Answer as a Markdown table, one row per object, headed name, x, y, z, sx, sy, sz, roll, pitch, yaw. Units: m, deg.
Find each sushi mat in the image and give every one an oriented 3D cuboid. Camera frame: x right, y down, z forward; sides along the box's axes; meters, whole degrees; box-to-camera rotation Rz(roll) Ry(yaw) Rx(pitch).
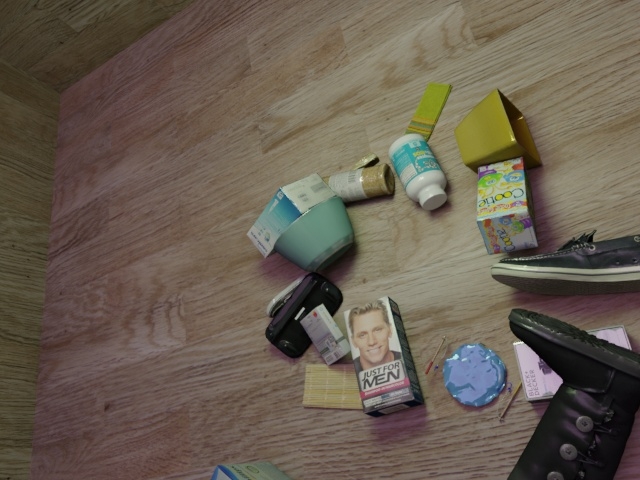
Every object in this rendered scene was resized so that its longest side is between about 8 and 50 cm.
| name | x | y | z | sx | sy | sz | roll | pitch | yaw |
| --- | --- | --- | --- | --- | --- | --- | --- | --- | --- |
| sushi mat | 0.081 | 0.502 | 1.771 | 0.317 | 0.019 | 0.151 | -8 | 67 | 29 |

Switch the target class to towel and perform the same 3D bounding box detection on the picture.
| name | x | y | z | sx | sy | sz | roll | pitch | yaw |
| --- | --- | --- | --- | --- | --- | --- | --- | --- | --- |
| towel | 0.406 | -0.491 | 1.948 | 0.102 | 0.021 | 0.237 | 22 | 84 | 34 |

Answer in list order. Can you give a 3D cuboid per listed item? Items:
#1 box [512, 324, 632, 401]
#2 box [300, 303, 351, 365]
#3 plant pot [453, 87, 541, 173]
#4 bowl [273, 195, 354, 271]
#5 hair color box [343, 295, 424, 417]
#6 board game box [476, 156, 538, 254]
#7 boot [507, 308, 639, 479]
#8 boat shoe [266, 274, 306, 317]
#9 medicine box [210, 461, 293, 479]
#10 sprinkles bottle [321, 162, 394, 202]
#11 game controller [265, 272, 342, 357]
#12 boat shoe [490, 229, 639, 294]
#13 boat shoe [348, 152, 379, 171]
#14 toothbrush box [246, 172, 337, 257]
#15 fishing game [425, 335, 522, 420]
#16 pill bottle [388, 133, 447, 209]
| name | x | y | z | sx | sy | sz | roll | pitch | yaw |
| --- | --- | --- | --- | --- | --- | --- | --- | --- | --- |
| box | 0.699 | 0.344 | 1.413 | 0.290 | 0.087 | 0.169 | -16 | 65 | 26 |
| box | 0.017 | 0.328 | 1.780 | 0.186 | 0.038 | 0.145 | 55 | 143 | 11 |
| plant pot | 0.566 | -0.327 | 1.688 | 0.187 | 0.212 | 0.212 | -27 | 60 | 35 |
| bowl | 0.000 | 0.000 | 1.869 | 0.312 | 0.311 | 0.163 | -39 | 80 | 13 |
| hair color box | 0.199 | 0.375 | 1.676 | 0.174 | 0.105 | 0.347 | -24 | 56 | 19 |
| board game box | 0.564 | -0.107 | 1.560 | 0.142 | 0.144 | 0.275 | -12 | 36 | 27 |
| boot | 0.591 | 0.444 | 1.325 | 0.367 | 0.146 | 0.444 | 24 | 104 | 26 |
| boat shoe | -0.116 | 0.227 | 1.958 | 0.219 | 0.078 | 0.070 | -44 | 56 | 7 |
| medicine box | -0.252 | 0.880 | 1.663 | 0.149 | 0.289 | 0.263 | 19 | 83 | 35 |
| sprinkles bottle | 0.098 | -0.203 | 1.964 | 0.356 | 0.121 | 0.121 | -8 | 68 | 29 |
| game controller | -0.062 | 0.277 | 1.898 | 0.167 | 0.067 | 0.319 | 37 | 95 | 1 |
| boat shoe | 0.740 | 0.059 | 1.443 | 0.501 | 0.187 | 0.155 | -5 | 68 | 23 |
| boat shoe | 0.162 | -0.294 | 2.007 | 0.135 | 0.050 | 0.045 | -30 | 55 | 7 |
| toothbrush box | -0.110 | -0.091 | 1.909 | 0.126 | 0.216 | 0.295 | 51 | 132 | 8 |
| fishing game | 0.466 | 0.405 | 1.563 | 0.264 | 0.041 | 0.189 | 25 | 86 | 27 |
| pill bottle | 0.349 | -0.237 | 1.810 | 0.146 | 0.146 | 0.263 | -31 | 60 | 18 |
